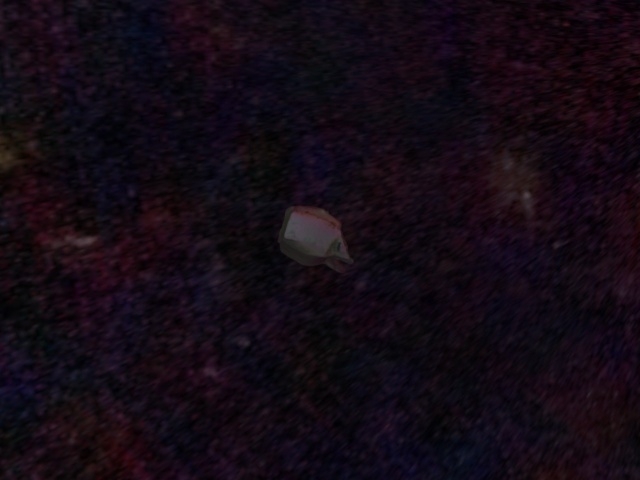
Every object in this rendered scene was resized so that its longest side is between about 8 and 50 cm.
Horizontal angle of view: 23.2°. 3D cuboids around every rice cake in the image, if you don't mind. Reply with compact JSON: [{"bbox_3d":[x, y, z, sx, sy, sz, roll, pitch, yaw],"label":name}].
[{"bbox_3d":[-0.002,-0.001,1.526,0.081,0.290,0.051,28,87,1],"label":"rice cake"}]
